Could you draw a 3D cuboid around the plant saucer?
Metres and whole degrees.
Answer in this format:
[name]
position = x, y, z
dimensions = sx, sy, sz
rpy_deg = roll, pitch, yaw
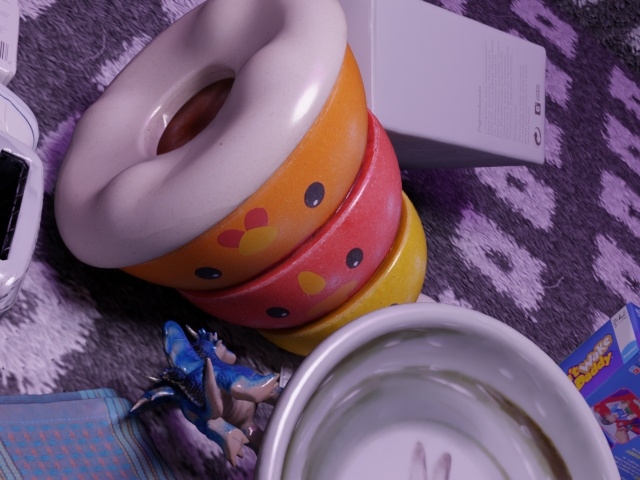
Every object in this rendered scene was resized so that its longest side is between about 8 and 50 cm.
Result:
[plant saucer]
position = 0.098, 0.259, 1.323
dimensions = 0.400, 0.100, 0.401
rpy_deg = 12, 67, -30

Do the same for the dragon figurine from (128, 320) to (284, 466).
[dragon figurine]
position = -0.109, 0.124, 1.268
dimensions = 0.144, 0.085, 0.289
rpy_deg = 24, 0, 15

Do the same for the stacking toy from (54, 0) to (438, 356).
[stacking toy]
position = 0.000, 0.000, 1.520
dimensions = 0.480, 0.350, 0.351
rpy_deg = 45, 24, -31

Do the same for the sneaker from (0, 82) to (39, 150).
[sneaker]
position = -0.377, -0.152, 1.392
dimensions = 0.258, 0.094, 0.091
rpy_deg = 35, 25, -17

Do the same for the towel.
[towel]
position = -0.165, 0.247, 1.115
dimensions = 0.271, 0.040, 0.370
rpy_deg = 6, 35, -49

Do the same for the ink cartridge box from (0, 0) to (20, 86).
[ink cartridge box]
position = -0.448, -0.290, 1.516
dimensions = 0.296, 0.066, 0.261
rpy_deg = 28, 32, -27

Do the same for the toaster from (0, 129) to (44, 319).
[toaster]
position = -0.306, 0.000, 1.196
dimensions = 0.129, 0.146, 0.227
rpy_deg = 30, 41, -25

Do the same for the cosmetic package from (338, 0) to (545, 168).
[cosmetic package]
position = 0.081, -0.184, 1.798
dimensions = 0.453, 0.230, 0.162
rpy_deg = 4, 86, -58

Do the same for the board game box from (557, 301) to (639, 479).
[board game box]
position = 0.408, 0.242, 1.726
dimensions = 0.347, 0.233, 0.078
rpy_deg = 30, 31, -24

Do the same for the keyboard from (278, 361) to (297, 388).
[keyboard]
position = 0.059, 0.211, 1.550
dimensions = 0.256, 0.014, 0.072
rpy_deg = 31, 31, -21
